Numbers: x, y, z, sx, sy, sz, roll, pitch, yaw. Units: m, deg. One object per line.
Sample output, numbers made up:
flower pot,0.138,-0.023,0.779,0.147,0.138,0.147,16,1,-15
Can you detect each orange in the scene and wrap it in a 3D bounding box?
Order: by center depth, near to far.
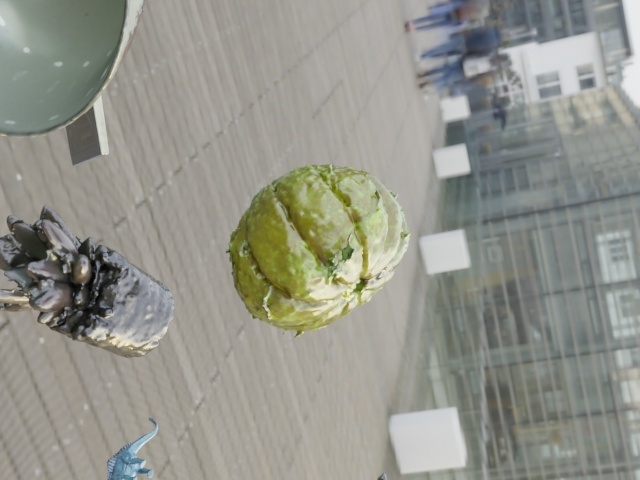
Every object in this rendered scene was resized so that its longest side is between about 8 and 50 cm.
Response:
orange,0.000,0.000,1.367,0.301,0.300,0.223,-14,62,-45

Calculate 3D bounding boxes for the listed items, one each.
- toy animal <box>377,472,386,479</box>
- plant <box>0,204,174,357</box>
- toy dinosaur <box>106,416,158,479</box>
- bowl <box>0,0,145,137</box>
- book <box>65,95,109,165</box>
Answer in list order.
toy animal,0.130,0.468,1.371,0.176,0.073,0.217,44,28,1
plant,-0.411,0.075,1.508,0.321,0.181,0.194,36,69,-43
toy dinosaur,-0.318,0.377,1.440,0.197,0.080,0.045,-61,141,-36
bowl,-0.289,-0.285,0.895,0.157,0.337,0.337,-36,115,-58
book,-0.533,-0.273,1.954,0.269,0.025,0.191,-1,-82,61
